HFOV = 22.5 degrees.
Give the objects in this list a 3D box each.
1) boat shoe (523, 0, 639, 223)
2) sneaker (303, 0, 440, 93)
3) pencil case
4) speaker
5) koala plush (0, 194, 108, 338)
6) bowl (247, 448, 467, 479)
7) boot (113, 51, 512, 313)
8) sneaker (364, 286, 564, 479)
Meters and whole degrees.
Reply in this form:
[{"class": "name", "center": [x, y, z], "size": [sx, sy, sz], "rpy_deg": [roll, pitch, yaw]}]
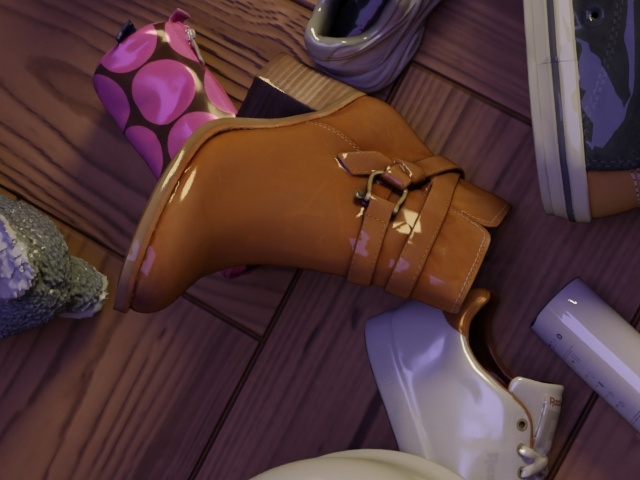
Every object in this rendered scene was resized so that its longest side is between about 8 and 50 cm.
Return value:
[{"class": "boat shoe", "center": [0.217, -0.264, 1.142], "size": [0.156, 0.187, 0.500], "rpy_deg": [-4, 90, 12]}, {"class": "sneaker", "center": [0.066, -0.218, 1.213], "size": [0.090, 0.115, 0.232], "rpy_deg": [31, 95, 17]}, {"class": "pencil case", "center": [-0.091, -0.076, 1.267], "size": [0.098, 0.095, 0.209], "rpy_deg": [-36, 79, 6]}, {"class": "speaker", "center": [0.219, 0.092, 1.175], "size": [0.136, 0.055, 0.055], "rpy_deg": [44, 99, 16]}, {"class": "koala plush", "center": [-0.288, 0.006, 1.274], "size": [0.221, 0.196, 0.203], "rpy_deg": [17, 81, 21]}, {"class": "bowl", "center": [-0.010, 0.267, 1.063], "size": [0.298, 0.134, 0.298], "rpy_deg": [-13, 62, 26]}, {"class": "boot", "center": [0.000, 0.000, 1.146], "size": [0.220, 0.283, 0.109], "rpy_deg": [34, 132, 5]}, {"class": "sneaker", "center": [0.132, 0.170, 1.169], "size": [0.123, 0.106, 0.290], "rpy_deg": [-23, 78, 17]}]
